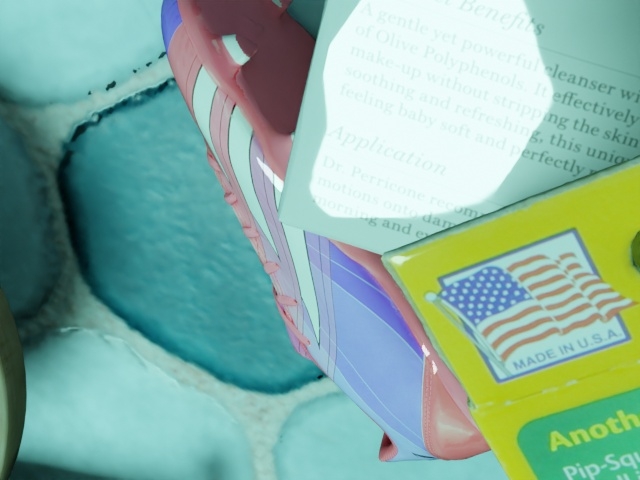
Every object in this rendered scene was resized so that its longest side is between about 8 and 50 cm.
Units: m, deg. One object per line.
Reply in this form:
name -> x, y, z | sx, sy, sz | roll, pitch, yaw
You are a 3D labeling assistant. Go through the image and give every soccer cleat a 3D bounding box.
soccer cleat -> 0.000, 0.000, 0.599 | 0.095, 0.083, 0.248 | -26, 113, 33

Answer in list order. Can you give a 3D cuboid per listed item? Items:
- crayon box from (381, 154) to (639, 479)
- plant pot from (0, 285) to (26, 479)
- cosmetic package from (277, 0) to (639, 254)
crayon box -> 0.180, 0.072, 0.414 | 0.203, 0.083, 0.323 | -21, 119, 20
plant pot -> -0.242, 0.046, 0.665 | 0.237, 0.110, 0.237 | 3, 111, 8
cosmetic package -> 0.127, -0.157, 0.417 | 0.197, 0.155, 0.365 | 19, 123, 4
